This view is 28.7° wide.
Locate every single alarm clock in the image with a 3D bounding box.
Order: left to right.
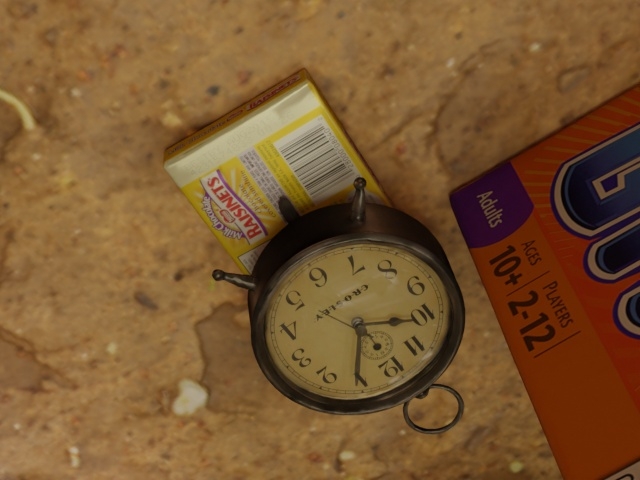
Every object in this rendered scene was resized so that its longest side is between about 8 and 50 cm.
[{"bbox_3d":[0.031,0.054,0.780,0.129,0.064,0.192,-32,115,10],"label":"alarm clock"}]

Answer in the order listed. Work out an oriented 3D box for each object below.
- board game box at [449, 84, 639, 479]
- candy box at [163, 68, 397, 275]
[{"bbox_3d":[0.337,0.096,0.701,0.356,0.356,0.356,-30,118,10],"label":"board game box"},{"bbox_3d":[0.000,0.000,0.799,0.105,0.027,0.206,-28,118,12],"label":"candy box"}]
